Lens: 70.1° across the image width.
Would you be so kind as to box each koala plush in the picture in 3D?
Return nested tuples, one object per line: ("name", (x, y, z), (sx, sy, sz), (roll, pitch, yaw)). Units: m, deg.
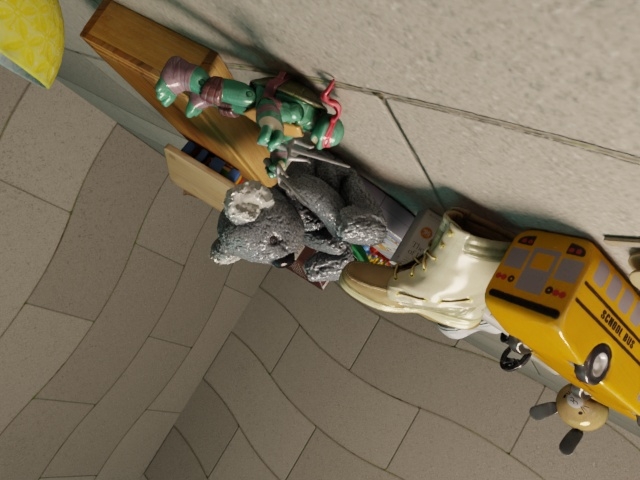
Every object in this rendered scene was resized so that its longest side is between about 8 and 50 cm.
("koala plush", (-0.057, -0.032, 0.691), (0.203, 0.221, 0.196), (65, 151, 18))

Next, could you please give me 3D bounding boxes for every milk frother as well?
("milk frother", (0.453, 0.239, 0.953), (0.135, 0.143, 0.129), (33, 167, 6))

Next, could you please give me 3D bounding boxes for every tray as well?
("tray", (-0.205, -0.220, 0.809), (0.203, 0.076, 0.411), (30, 173, 13))

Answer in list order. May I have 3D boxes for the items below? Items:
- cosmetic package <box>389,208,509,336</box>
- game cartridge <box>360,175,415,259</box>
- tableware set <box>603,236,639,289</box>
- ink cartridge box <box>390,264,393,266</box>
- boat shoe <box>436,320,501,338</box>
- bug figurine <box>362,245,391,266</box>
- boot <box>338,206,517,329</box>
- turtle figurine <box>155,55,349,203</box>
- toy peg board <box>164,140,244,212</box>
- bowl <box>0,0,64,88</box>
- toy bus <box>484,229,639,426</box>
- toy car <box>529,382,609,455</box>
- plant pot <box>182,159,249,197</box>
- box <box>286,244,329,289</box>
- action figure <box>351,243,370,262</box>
("cosmetic package", (0.239, 0.054, 0.722), (0.239, 0.099, 0.060), (31, 172, -3))
("game cartridge", (0.117, -0.027, 0.862), (0.297, 0.062, 0.198), (36, 177, -28))
("tableware set", (0.346, 0.047, 0.379), (0.128, 0.039, 0.194), (33, 174, -12))
("ink cartridge box", (0.217, 0.079, 0.980), (0.063, 0.109, 0.150), (32, 175, -28))
("boat shoe", (0.329, 0.144, 1.050), (0.119, 0.121, 0.335), (39, 164, 4))
("bug figurine", (0.190, 0.066, 1.190), (0.216, 0.072, 0.279), (38, 179, -2))
("boot", (0.141, 0.027, 0.625), (0.213, 0.077, 0.165), (15, 128, 6))
("turtle figurine", (-0.061, -0.137, 0.535), (0.234, 0.118, 0.175), (25, 169, 8))
("toy peg board", (-0.232, -0.144, 0.964), (0.161, 0.079, 0.160), (31, 159, -2))
("bowl", (-0.427, -0.336, 0.545), (0.289, 0.156, 0.289), (31, 174, 4))
("toy bus", (0.351, 0.128, 0.586), (0.332, 0.130, 0.108), (34, 172, -29))
("toy car", (0.488, 0.299, 0.849), (0.149, 0.188, 0.155), (35, -165, -36))
("plant pot", (-0.241, -0.157, 1.170), (0.165, 0.167, 0.167), (25, 176, -10))
("box", (-0.039, -0.005, 1.209), (0.203, 0.168, 0.167), (29, 164, 18))
("action figure", (0.054, 0.010, 1.056), (0.232, 0.063, 0.137), (53, -167, 2))
